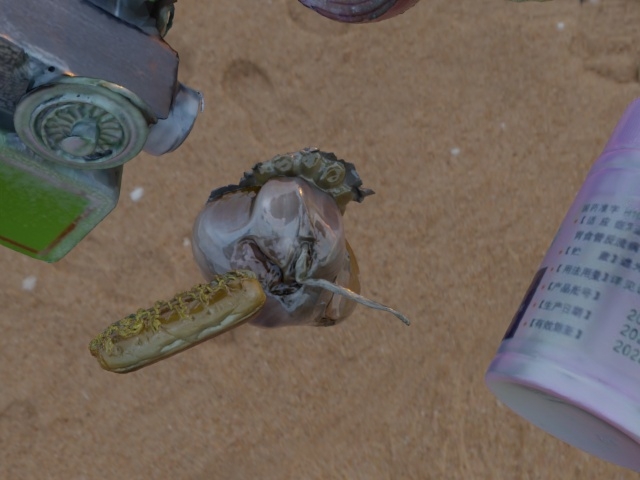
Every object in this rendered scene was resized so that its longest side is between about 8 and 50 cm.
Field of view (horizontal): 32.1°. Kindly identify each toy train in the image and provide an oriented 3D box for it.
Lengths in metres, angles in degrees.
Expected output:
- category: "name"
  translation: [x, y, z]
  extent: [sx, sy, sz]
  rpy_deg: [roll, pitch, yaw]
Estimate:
- category: "toy train"
  translation: [-0.262, -0.130, 0.862]
  extent: [0.249, 0.307, 0.173]
  rpy_deg: [-35, 41, 39]

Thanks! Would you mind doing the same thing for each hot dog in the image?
- category: "hot dog"
  translation: [-0.129, 0.073, 0.999]
  extent: [0.165, 0.045, 0.071]
  rpy_deg: [-23, 17, -4]

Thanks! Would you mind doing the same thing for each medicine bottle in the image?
- category: "medicine bottle"
  translation: [0.246, 0.030, 0.842]
  extent: [0.152, 0.152, 0.254]
  rpy_deg: [23, 74, 27]

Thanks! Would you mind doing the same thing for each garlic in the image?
- category: "garlic"
  translation: [0.000, 0.000, 1.179]
  extent: [0.256, 0.207, 0.207]
  rpy_deg: [4, 56, 40]

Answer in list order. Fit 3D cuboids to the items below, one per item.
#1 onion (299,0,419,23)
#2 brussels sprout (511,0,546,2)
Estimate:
- category: "onion"
  translation: [0.071, -0.358, 1.124]
  extent: [0.272, 0.256, 0.230]
  rpy_deg: [52, 42, -4]
- category: "brussels sprout"
  translation: [0.267, -0.380, 1.382]
  extent: [0.151, 0.122, 0.149]
  rpy_deg: [34, 74, 32]
